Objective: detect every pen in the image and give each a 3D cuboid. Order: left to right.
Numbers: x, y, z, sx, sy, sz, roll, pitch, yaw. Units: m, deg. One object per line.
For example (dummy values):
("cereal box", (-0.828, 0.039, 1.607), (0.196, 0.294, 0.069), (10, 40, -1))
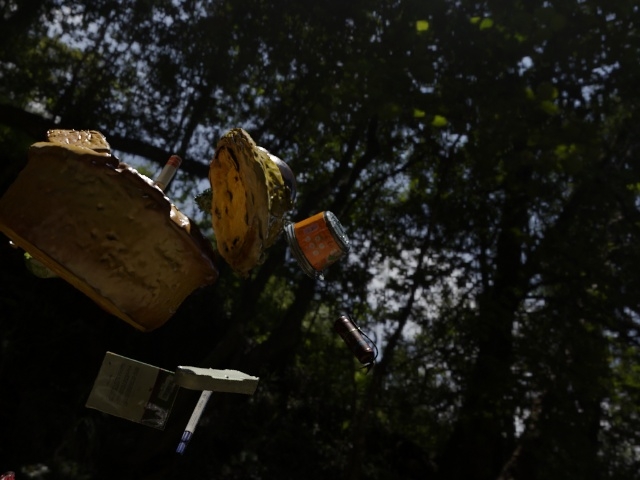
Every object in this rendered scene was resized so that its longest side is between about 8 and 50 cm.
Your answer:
("pen", (-0.322, 0.461, 1.596), (0.025, 0.204, 0.025), (10, -47, 10))

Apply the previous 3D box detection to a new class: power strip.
("power strip", (-0.268, 0.357, 1.588), (0.080, 0.048, 0.286), (11, -8, 34))

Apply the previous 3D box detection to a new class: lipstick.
("lipstick", (-0.477, -0.213, 1.941), (0.038, 0.130, 0.038), (12, -41, 10))

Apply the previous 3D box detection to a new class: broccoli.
("broccoli", (-0.243, -0.072, 1.764), (0.220, 0.194, 0.194), (-18, -30, 16))

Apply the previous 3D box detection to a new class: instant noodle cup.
("instant noodle cup", (0.000, 0.000, 1.653), (0.126, 0.177, 0.208), (-29, -49, 12))

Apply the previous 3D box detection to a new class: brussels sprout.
("brussels sprout", (-0.834, 0.069, 1.904), (0.139, 0.100, 0.181), (2, 20, -41))

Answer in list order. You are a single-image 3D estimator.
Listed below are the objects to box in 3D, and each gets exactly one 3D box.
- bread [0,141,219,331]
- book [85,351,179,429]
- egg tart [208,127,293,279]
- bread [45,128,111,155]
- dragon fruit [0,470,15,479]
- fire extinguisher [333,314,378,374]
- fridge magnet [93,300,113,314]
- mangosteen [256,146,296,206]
("bread", (-0.374, -0.008, 1.101), (0.398, 0.215, 0.398), (31, -19, 12))
("book", (-0.647, 0.523, 2.162), (0.290, 0.201, 0.026), (18, -15, 2))
("egg tart", (-0.133, -0.071, 1.204), (0.107, 0.290, 0.291), (-7, -18, -26))
("bread", (-0.656, -0.217, 1.696), (0.143, 0.158, 0.149), (-12, -55, -28))
("dragon fruit", (-0.637, 0.444, 1.076), (0.192, 0.122, 0.092), (-6, -50, 1))
("fire extinguisher", (0.076, 0.212, 1.268), (0.056, 0.132, 0.039), (-39, -41, -2))
("fridge magnet", (-0.642, 0.079, 2.096), (0.155, 0.363, 0.364), (-9, -26, 43))
("mangosteen", (-0.158, -0.132, 1.530), (0.210, 0.209, 0.210), (3, -25, 2))
